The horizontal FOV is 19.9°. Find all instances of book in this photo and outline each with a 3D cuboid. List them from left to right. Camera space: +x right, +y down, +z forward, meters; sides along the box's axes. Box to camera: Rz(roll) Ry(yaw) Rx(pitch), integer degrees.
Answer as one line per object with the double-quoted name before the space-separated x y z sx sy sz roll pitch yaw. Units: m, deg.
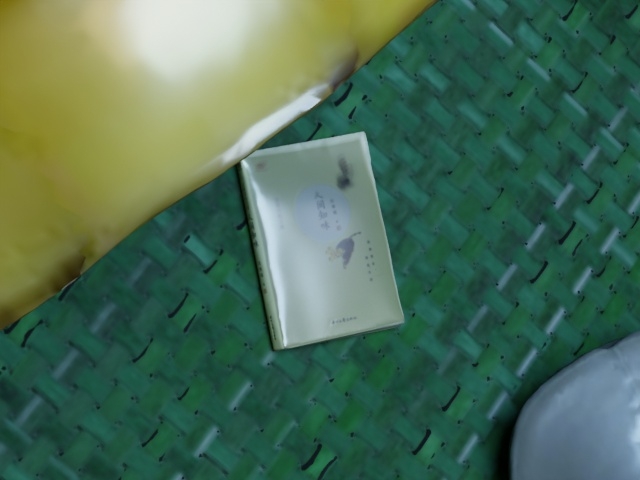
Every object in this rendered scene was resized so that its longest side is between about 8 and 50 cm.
"book" 0.000 0.000 1.001 0.077 0.014 0.111 -10 87 -24

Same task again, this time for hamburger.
"hamburger" -0.147 -0.135 0.758 0.396 0.396 0.277 -40 99 -22

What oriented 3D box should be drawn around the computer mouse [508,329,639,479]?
"computer mouse" 0.226 0.207 1.000 0.197 0.095 0.331 -24 89 -5
